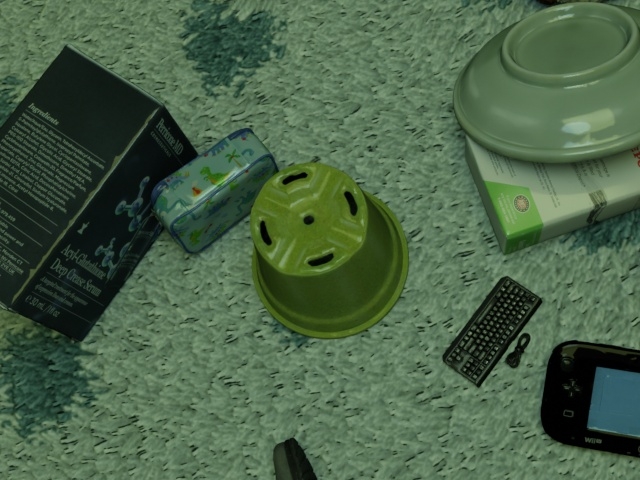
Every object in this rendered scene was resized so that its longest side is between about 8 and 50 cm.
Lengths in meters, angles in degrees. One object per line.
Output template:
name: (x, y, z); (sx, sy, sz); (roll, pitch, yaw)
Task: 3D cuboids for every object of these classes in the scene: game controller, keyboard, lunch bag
game controller: (0.507, 0.254, 1.494); (0.319, 0.067, 0.166); (8, 88, 11)
keyboard: (0.293, 0.155, 1.589); (0.108, 0.023, 0.180); (36, 83, 16)
lunch bag: (-0.175, -0.081, 1.646); (0.219, 0.176, 0.090); (-38, 69, -6)

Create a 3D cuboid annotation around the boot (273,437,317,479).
boot: (-0.097, 0.491, 1.505); (0.223, 0.118, 0.338); (-15, 68, 9)

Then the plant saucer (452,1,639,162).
plant saucer: (0.406, -0.288, 1.562); (0.401, 0.100, 0.400); (-11, 41, 10)

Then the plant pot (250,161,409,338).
plant pot: (0.000, 0.000, 1.555); (0.276, 0.254, 0.276); (-2, 73, 7)

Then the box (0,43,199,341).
box: (-0.412, -0.066, 1.613); (0.212, 0.293, 0.395); (32, 81, 15)

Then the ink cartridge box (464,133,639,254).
ink cartridge box: (0.400, -0.120, 1.603); (0.273, 0.115, 0.198); (-19, 72, 2)

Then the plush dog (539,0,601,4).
plush dog: (0.460, -0.521, 1.688); (0.263, 0.210, 0.225); (-4, 97, 7)
